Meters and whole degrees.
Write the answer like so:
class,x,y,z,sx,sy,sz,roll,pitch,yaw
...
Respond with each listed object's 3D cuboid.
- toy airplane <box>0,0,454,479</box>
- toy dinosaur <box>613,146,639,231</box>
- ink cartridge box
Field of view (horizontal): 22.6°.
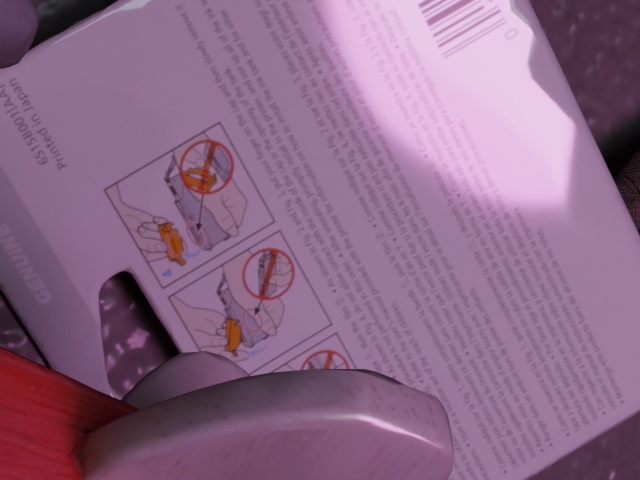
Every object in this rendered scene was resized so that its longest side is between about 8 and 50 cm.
class,x,y,z,sx,sy,sz,roll,pitch,yaw
toy airplane,-0.146,0.028,0.377,0.384,0.386,0.272,-31,149,-44
toy dinosaur,0.233,0.000,0.807,0.313,0.121,0.160,16,77,-2
ink cartridge box,0.000,0.000,0.669,0.239,0.060,0.275,-30,110,-4
